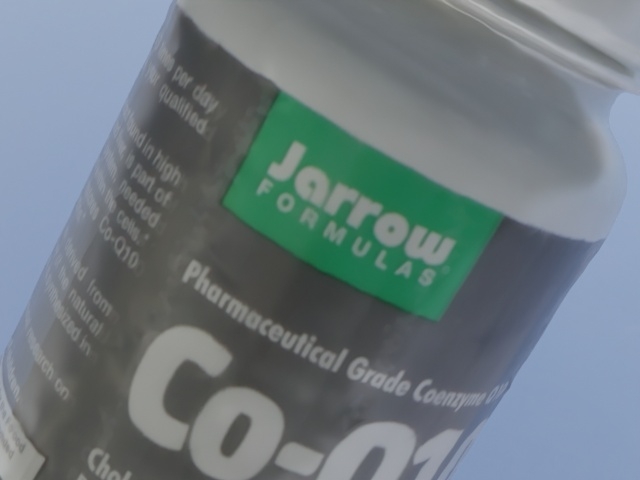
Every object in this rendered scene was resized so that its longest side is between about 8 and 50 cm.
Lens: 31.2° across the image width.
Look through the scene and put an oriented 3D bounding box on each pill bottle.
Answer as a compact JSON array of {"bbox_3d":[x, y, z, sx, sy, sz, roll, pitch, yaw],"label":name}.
[{"bbox_3d":[0.000,0.000,0.493,0.204,0.361,0.204,26,-163,-8],"label":"pill bottle"}]
